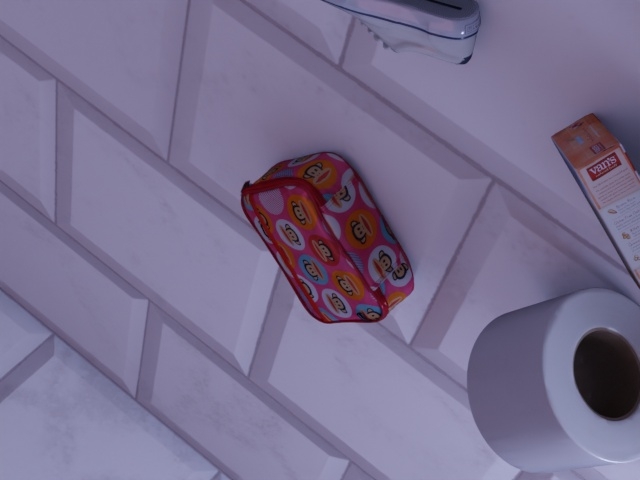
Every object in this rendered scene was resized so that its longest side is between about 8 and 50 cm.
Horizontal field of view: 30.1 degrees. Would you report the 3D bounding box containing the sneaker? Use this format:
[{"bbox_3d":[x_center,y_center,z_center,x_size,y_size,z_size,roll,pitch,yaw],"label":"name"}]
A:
[{"bbox_3d":[0.088,-0.296,1.571,0.258,0.094,0.091,26,138,26],"label":"sneaker"}]

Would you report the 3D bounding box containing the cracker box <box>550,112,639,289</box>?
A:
[{"bbox_3d":[0.382,-0.033,1.483,0.067,0.155,0.232,-31,107,11],"label":"cracker box"}]

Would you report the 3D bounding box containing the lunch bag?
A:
[{"bbox_3d":[0.000,0.000,1.982,0.258,0.120,0.293,-6,120,55],"label":"lunch bag"}]

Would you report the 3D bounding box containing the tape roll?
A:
[{"bbox_3d":[0.352,0.201,1.684,0.246,0.246,0.169,51,147,-9],"label":"tape roll"}]
